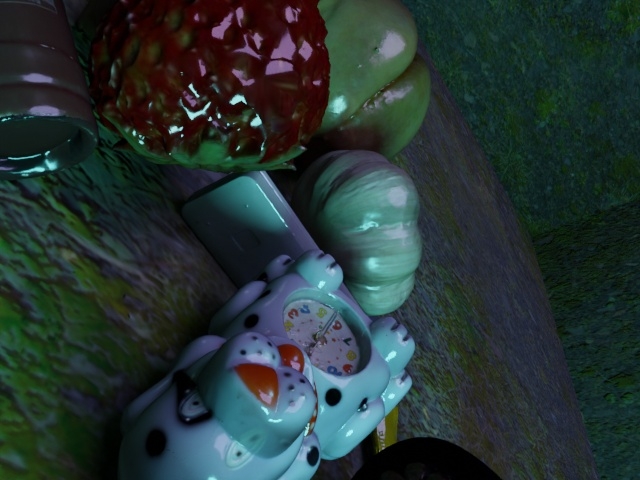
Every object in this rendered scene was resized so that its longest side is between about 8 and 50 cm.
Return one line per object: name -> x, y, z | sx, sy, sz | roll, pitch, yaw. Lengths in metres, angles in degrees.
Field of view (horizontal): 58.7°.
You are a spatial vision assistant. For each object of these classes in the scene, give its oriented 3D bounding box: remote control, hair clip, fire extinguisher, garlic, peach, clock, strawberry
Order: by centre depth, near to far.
fire extinguisher -> -0.238, -0.223, 0.418 | 0.102, 0.138, 0.343 | 135, -62, -69
clock -> -0.055, 0.129, 0.456 | 0.254, 0.189, 0.188 | -26, 93, -59
strawberry -> -0.083, -0.180, 0.482 | 0.205, 0.205, 0.244 | 7, 90, -62
remote control -> -0.040, 0.039, 0.614 | 0.250, 0.103, 0.034 | 55, 30, -22
garlic -> 0.000, 0.000, 0.685 | 0.212, 0.218, 0.218 | -9, 73, -26
hair clip -> 0.081, 0.282, 0.709 | 0.072, 0.046, 0.173 | 26, 45, -41
peach -> 0.027, -0.230, 0.818 | 0.292, 0.248, 0.292 | -16, 108, -62

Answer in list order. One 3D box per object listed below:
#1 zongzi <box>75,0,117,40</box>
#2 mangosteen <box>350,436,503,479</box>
zongzi -> -0.143, -0.226, 0.626 | 0.197, 0.099, 0.194 | 46, 48, -43
mangosteen -> 0.109, 0.323, 0.535 | 0.243, 0.243, 0.242 | 44, 33, -40
